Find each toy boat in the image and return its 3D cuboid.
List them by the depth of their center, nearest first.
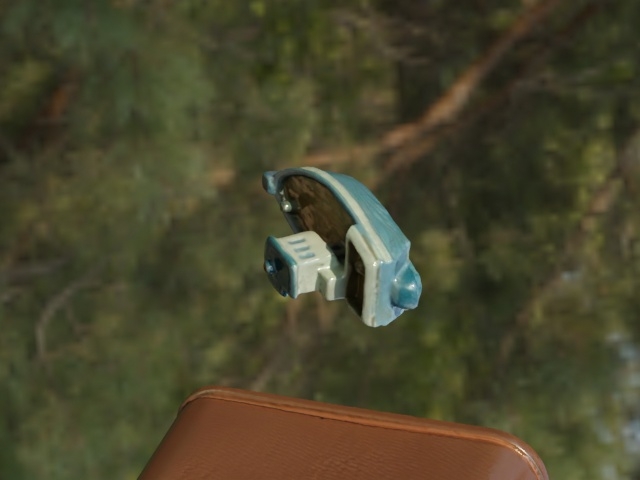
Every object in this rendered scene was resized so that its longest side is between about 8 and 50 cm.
[{"bbox_3d":[0.000,0.000,1.694,0.215,0.102,0.088,-127,-148,-49],"label":"toy boat"}]

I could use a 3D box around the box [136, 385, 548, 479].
[{"bbox_3d":[-0.002,0.299,1.647,0.229,0.339,0.239,-53,143,-50],"label":"box"}]
